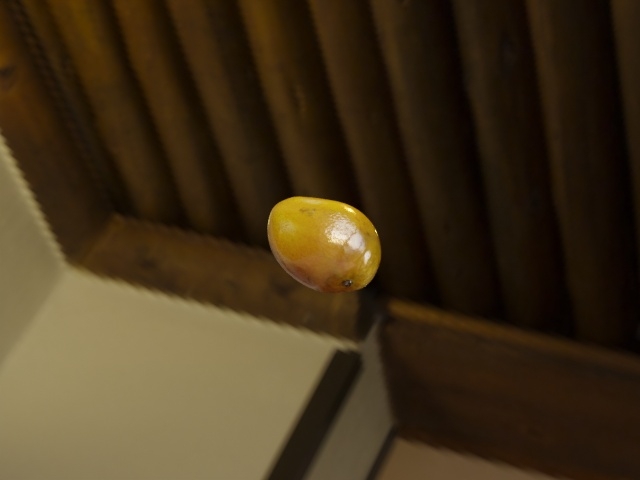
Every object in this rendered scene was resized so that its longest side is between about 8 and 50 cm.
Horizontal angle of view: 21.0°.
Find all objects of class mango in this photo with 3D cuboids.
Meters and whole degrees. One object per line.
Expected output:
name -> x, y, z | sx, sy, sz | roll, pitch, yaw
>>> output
mango -> 0.000, 0.000, 1.099 | 0.089, 0.060, 0.046 | 38, -13, 40
